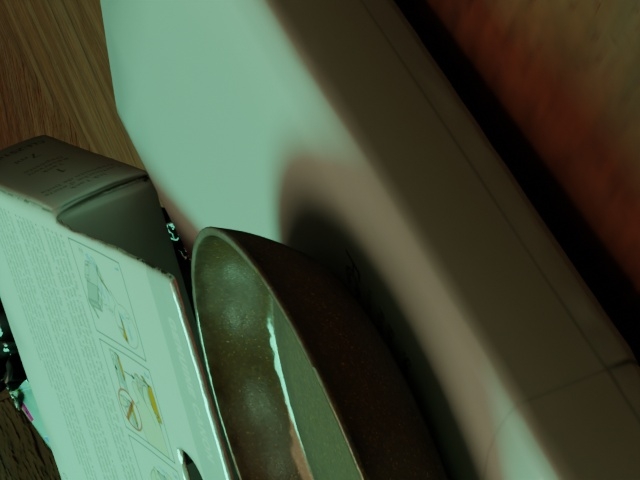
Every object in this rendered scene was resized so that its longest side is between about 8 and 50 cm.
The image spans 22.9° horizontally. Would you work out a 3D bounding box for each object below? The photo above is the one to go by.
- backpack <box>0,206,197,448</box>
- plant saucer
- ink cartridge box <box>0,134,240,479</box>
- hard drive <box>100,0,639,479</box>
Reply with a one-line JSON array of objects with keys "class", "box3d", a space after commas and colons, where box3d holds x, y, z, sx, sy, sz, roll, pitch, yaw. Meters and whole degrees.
[{"class": "backpack", "box3d": [-0.104, 0.085, 0.944, 0.182, 0.152, 0.115, 59, 175, -16]}, {"class": "plant saucer", "box3d": [0.006, 0.072, 0.457, 0.168, 0.029, 0.168, 161, 90, -76]}, {"class": "ink cartridge box", "box3d": [-0.070, 0.099, 0.762, 0.239, 0.060, 0.275, 20, 129, 54]}, {"class": "hard drive", "box3d": [0.000, 0.000, 0.535, 0.233, 0.047, 0.353, 90, 155, -52]}]
